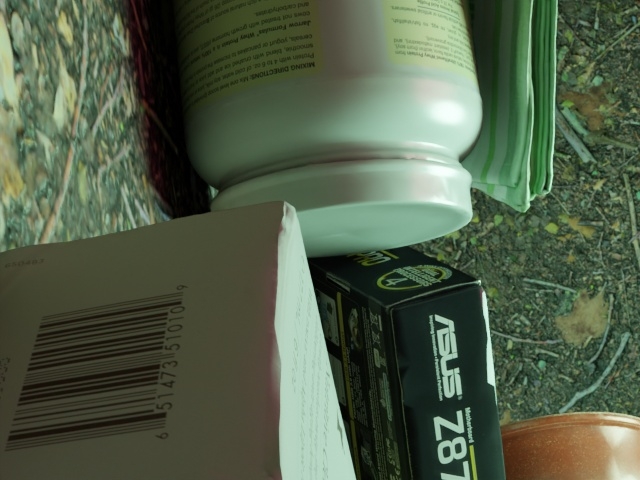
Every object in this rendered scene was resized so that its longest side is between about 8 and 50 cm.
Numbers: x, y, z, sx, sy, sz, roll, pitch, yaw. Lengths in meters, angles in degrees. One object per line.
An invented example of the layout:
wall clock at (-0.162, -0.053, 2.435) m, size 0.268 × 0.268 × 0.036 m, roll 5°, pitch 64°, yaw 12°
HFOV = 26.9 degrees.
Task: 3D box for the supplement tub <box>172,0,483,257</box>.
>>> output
supplement tub at (0.002, -0.164, 1.058) m, size 0.235 × 0.235 × 0.325 m, roll 48°, pitch 36°, yaw -76°

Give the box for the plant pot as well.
plant pot at (0.236, 0.344, 1.286) m, size 0.272 × 0.272 × 0.265 m, roll 70°, pitch 8°, yaw -57°

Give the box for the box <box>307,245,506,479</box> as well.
box at (0.057, 0.196, 1.192) m, size 0.318 × 0.097 × 0.395 m, roll -155°, pitch -126°, yaw -65°

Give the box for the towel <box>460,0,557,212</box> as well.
towel at (0.109, -0.164, 1.153) m, size 0.325 × 0.038 × 0.248 m, roll -158°, pitch -113°, yaw -69°

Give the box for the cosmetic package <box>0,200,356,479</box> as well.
cosmetic package at (-0.049, 0.205, 0.634) m, size 0.217 × 0.156 × 0.385 m, roll -90°, pitch 168°, yaw -54°
